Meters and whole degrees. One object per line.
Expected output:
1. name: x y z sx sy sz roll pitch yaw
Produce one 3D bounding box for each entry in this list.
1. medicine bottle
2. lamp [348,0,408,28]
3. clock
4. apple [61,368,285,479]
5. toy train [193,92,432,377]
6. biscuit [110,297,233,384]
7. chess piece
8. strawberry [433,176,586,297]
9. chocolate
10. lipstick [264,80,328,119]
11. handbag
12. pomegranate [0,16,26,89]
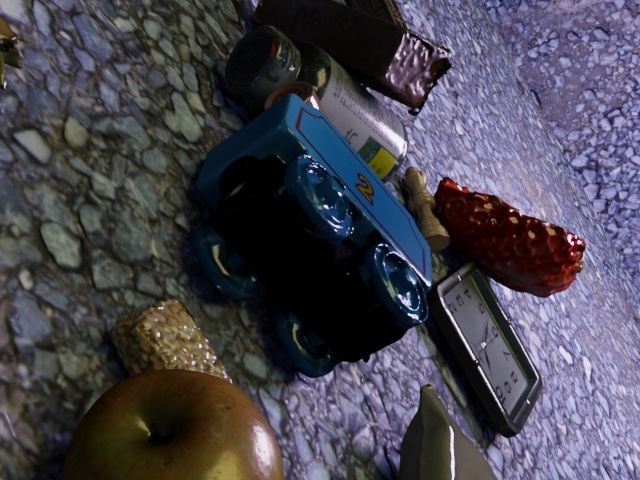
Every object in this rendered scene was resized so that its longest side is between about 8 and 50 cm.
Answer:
1. medicine bottle: -0.005 -0.190 1.276 0.293 0.141 0.141 35 36 -42
2. lamp: 0.110 -0.501 1.854 0.090 0.089 0.325 3 62 -60
3. clock: 0.283 0.180 1.522 0.273 0.049 0.279 61 26 3
4. apple: -0.111 0.196 0.679 0.182 0.183 0.155 -82 165 -51
5. toy train: 0.000 0.000 1.056 0.300 0.188 0.265 47 25 -23
6. biscuit: -0.128 0.135 0.814 0.168 0.070 0.082 60 22 4
7. chess piece: 0.184 -0.062 1.586 0.060 0.060 0.172 29 38 -47
8. strawberry: 0.338 0.002 1.667 0.336 0.149 0.265 23 7 -30
9. chocolate: 0.037 -0.305 1.323 0.321 0.111 0.112 33 8 35
10. lipstick: 0.005 -0.096 1.202 0.070 0.070 0.254 -87 156 -47
11. handbag: 0.169 0.369 1.068 0.253 0.109 0.315 53 26 -26
12. pomegranate: -0.336 -0.221 0.749 0.156 0.156 0.220 -78 163 -54
